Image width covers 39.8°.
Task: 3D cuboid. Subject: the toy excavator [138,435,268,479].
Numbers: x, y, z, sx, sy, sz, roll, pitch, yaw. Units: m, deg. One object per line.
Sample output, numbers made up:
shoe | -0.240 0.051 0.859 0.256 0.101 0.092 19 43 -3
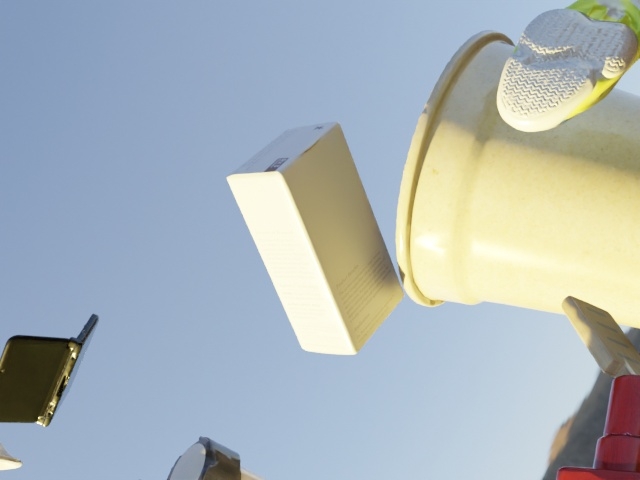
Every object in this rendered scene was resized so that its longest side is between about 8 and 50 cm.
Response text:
toy excavator | -0.198 0.538 1.105 0.433 0.222 0.445 -39 28 29

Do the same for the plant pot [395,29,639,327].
plant pot | 0.295 -0.043 0.979 0.334 0.305 0.334 -37 -44 -47

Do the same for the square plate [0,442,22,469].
square plate | -0.367 0.102 0.480 0.344 0.347 0.049 115 152 -69

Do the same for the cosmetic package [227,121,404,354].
cosmetic package | 0.000 0.000 0.965 0.117 0.085 0.231 -44 -59 -42

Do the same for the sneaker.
sneaker | 0.247 -0.167 0.772 0.240 0.091 0.126 -47 -26 -8

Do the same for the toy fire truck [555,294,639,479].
toy fire truck | 0.262 0.170 0.677 0.217 0.158 0.246 30 -115 -31

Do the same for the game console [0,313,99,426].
game console | -0.308 0.139 0.975 0.122 0.071 0.107 -62 8 23
